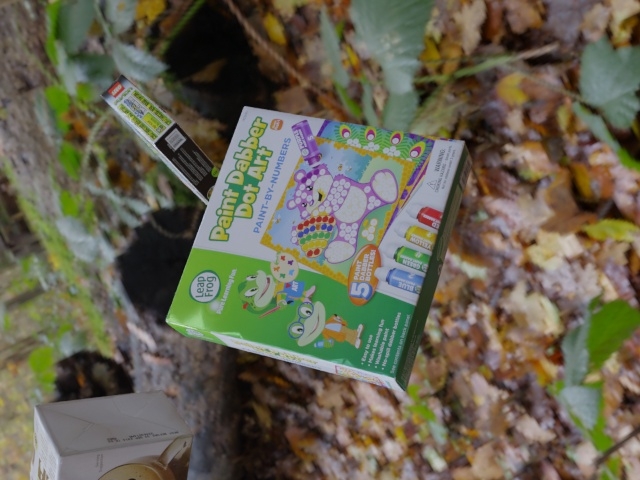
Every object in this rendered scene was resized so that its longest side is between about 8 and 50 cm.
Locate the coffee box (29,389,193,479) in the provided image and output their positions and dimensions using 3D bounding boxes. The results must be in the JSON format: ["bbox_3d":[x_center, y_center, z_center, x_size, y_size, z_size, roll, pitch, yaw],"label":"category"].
[{"bbox_3d":[-0.272,0.350,1.251,0.119,0.168,0.297,39,124,52],"label":"coffee box"}]

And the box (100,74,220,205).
[{"bbox_3d":[-0.163,-0.099,1.172,0.114,0.036,0.207,41,174,34],"label":"box"}]

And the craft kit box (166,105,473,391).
[{"bbox_3d":[0.000,0.000,1.003,0.247,0.249,0.061,10,162,23],"label":"craft kit box"}]
